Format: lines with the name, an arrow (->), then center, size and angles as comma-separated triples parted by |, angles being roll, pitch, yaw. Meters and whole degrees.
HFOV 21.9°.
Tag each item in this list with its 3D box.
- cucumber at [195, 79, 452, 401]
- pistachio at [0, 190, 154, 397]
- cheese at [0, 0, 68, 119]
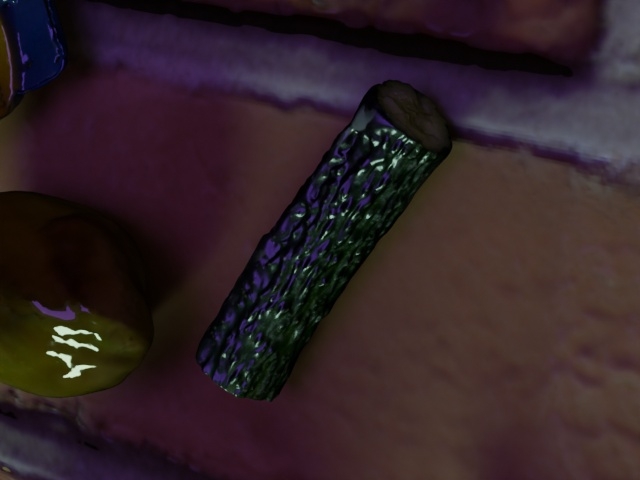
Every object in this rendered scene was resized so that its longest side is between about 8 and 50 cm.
cucumber -> -0.001, 0.000, 0.872 | 0.058, 0.058, 0.187 | 47, 116, 26
pistachio -> -0.168, 0.034, 0.973 | 0.189, 0.100, 0.110 | 13, 121, 27
cheese -> -0.263, -0.092, 1.053 | 0.270, 0.069, 0.177 | -25, 76, 33
